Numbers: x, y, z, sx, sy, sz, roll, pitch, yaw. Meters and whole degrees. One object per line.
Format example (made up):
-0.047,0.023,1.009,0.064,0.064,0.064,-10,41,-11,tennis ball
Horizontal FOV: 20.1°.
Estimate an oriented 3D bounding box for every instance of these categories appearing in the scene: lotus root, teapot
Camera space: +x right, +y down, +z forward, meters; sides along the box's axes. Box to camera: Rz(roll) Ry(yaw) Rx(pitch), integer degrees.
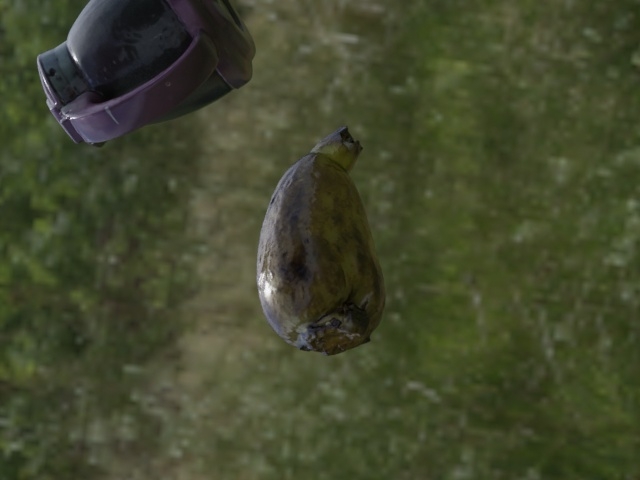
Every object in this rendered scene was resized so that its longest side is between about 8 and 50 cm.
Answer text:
0.000,0.000,1.427,0.108,0.094,0.190,42,-142,-52,lotus root
-0.121,-0.118,1.257,0.148,0.146,0.116,62,-172,34,teapot
